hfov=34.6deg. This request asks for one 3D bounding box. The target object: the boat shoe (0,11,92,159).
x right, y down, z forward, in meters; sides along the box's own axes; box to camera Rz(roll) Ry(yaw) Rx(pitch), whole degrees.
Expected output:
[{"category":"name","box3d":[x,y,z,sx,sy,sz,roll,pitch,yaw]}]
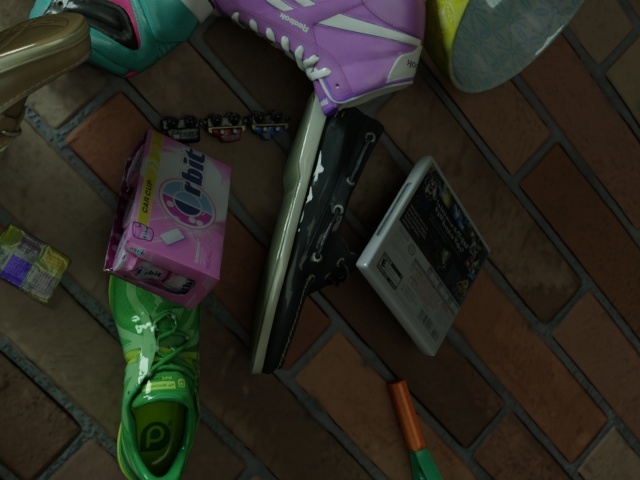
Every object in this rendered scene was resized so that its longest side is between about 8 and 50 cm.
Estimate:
[{"category":"boat shoe","box3d":[-0.339,-0.130,1.017,0.302,0.109,0.098,-22,116,18]}]

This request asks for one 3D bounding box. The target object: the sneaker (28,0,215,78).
[{"category":"sneaker","box3d":[-0.279,-0.274,1.082,0.295,0.124,0.178,39,88,-5]}]

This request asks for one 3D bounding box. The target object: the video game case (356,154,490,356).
[{"category":"video game case","box3d":[0.132,0.021,1.271,0.190,0.022,0.173,52,60,-38]}]

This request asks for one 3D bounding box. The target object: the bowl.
[{"category":"bowl","box3d":[0.204,-0.338,1.234,0.289,0.289,0.156,-39,64,-15]}]

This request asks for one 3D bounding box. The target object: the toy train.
[{"category":"toy train","box3d":[-0.109,-0.132,1.208,0.158,0.027,0.036,-6,100,-22]}]

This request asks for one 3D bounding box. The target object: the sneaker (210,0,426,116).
[{"category":"sneaker","box3d":[-0.027,-0.223,1.149,0.282,0.102,0.161,6,95,9]}]

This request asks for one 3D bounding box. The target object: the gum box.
[{"category":"gum box","box3d":[-0.163,-0.022,1.117,0.107,0.062,0.188,25,41,-23]}]

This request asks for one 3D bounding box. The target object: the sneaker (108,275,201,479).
[{"category":"sneaker","box3d":[-0.174,0.139,1.152,0.109,0.123,0.296,-4,95,-22]}]

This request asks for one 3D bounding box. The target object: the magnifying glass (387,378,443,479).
[{"category":"magnifying glass","box3d":[0.134,0.290,1.320,0.026,0.092,0.231,-20,91,-17]}]

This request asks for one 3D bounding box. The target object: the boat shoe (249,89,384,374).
[{"category":"boat shoe","box3d":[-0.001,0.000,1.212,0.113,0.127,0.340,15,79,-11]}]

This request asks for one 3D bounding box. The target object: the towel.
[{"category":"towel","box3d":[-0.324,0.026,1.142,0.083,0.009,0.060,36,82,-21]}]
